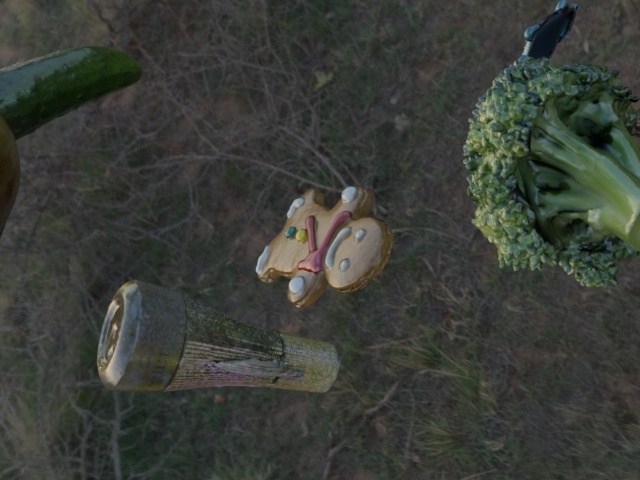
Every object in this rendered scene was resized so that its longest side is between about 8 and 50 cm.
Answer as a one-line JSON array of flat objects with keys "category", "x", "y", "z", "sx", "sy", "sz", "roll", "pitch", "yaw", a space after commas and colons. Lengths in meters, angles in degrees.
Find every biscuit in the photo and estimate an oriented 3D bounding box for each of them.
[{"category": "biscuit", "x": 0.000, "y": 0.000, "z": 1.002, "sx": 0.216, "sy": 0.047, "sz": 0.339, "roll": -59, "pitch": 26, "yaw": -3}]

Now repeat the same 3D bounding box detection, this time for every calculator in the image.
[{"category": "calculator", "x": 0.334, "y": -0.302, "z": 0.924, "sx": 0.141, "sy": 0.094, "sz": 0.019, "roll": -35, "pitch": 57, "yaw": -29}]

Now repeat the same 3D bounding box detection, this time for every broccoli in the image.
[{"category": "broccoli", "x": 0.298, "y": -0.070, "z": 0.766, "sx": 0.235, "sy": 0.288, "sz": 0.260, "roll": 129, "pitch": 148, "yaw": -47}]

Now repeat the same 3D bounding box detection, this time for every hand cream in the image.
[{"category": "hand cream", "x": -0.073, "y": 0.094, "z": 0.519, "sx": 0.084, "sy": 0.203, "sz": 0.084, "roll": -35, "pitch": 47, "yaw": 47}]

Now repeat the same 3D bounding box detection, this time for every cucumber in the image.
[{"category": "cucumber", "x": -0.240, "y": -0.118, "z": 0.521, "sx": 0.056, "sy": 0.056, "sz": 0.250, "roll": -12, "pitch": 23, "yaw": 36}]

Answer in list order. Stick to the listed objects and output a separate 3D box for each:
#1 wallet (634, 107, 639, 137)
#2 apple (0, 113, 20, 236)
[{"category": "wallet", "x": 0.783, "y": -0.288, "z": 1.302, "sx": 0.221, "sy": 0.071, "sz": 0.262, "roll": -42, "pitch": 19, "yaw": 9}, {"category": "apple", "x": -0.219, "y": -0.032, "z": 0.311, "sx": 0.126, "sy": 0.126, "sz": 0.102, "roll": -38, "pitch": 20, "yaw": 19}]
